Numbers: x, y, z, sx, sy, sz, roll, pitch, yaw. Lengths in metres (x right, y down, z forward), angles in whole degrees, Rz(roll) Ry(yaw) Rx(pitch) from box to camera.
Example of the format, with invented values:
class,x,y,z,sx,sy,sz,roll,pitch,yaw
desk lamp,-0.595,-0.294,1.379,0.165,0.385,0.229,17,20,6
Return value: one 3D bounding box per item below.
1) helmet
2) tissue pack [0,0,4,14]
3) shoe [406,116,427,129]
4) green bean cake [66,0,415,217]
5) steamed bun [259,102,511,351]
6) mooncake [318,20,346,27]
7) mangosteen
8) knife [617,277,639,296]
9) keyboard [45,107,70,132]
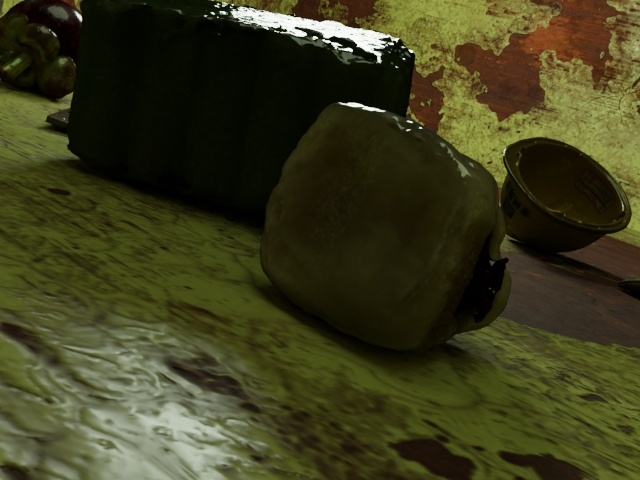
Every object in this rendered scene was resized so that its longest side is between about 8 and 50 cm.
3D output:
class,x,y,z,sx,sy,sz,roll,pitch,yaw
helmet,0.368,-0.052,1.376,0.257,0.140,0.205,-4,53,-34
tissue pack,-0.500,-0.305,1.088,0.124,0.185,0.225,10,13,-41
shoe,0.085,-0.140,1.407,0.336,0.132,0.171,26,28,-16
green bean cake,-0.077,-0.137,0.898,0.335,0.218,0.319,13,17,10
steamed bun,0.063,0.005,0.583,0.155,0.140,0.172,27,4,-44
mooncake,0.008,-0.297,1.722,0.141,0.283,0.283,-25,28,-20
mangosteen,-0.428,-0.301,1.298,0.156,0.145,0.181,21,10,3
knife,0.585,0.092,1.256,0.365,0.043,0.089,10,-21,-28
keyboard,-0.306,-0.149,1.066,0.055,0.017,0.166,21,9,-10
